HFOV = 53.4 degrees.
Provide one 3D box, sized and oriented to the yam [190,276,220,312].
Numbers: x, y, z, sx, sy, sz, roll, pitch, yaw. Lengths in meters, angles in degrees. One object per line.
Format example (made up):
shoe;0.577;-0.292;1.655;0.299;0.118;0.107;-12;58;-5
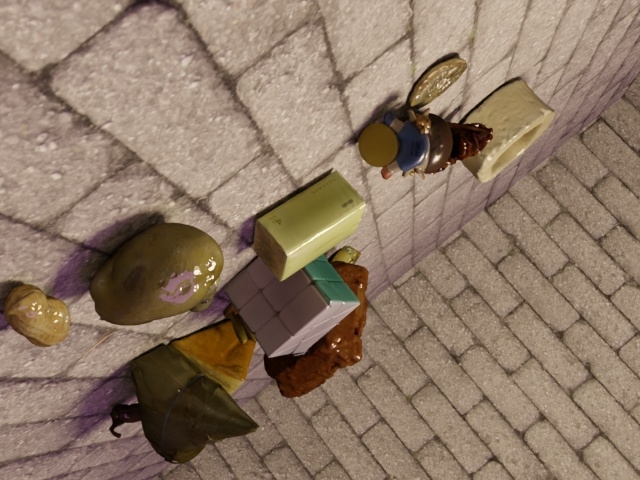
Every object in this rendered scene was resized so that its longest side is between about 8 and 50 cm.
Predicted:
yam;-0.261;0.103;1.401;0.070;0.070;0.146;-30;164;-32

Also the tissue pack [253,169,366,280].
tissue pack;-0.026;-0.033;1.454;0.234;0.125;0.159;-34;164;-23

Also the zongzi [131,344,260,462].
zongzi;-0.303;0.492;1.637;0.174;0.393;0.356;-39;142;-41

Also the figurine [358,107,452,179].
figurine;0.209;-0.222;1.441;0.275;0.158;0.161;-15;115;-58

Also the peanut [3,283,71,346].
peanut;-0.441;0.116;0.997;0.080;0.080;0.174;-35;162;-16

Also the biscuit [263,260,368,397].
biscuit;-0.021;0.269;1.959;0.395;0.166;0.342;-42;-148;42

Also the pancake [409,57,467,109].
pancake;0.258;-0.349;1.407;0.158;0.028;0.158;-34;167;-9

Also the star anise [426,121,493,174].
star anise;0.340;-0.257;1.690;0.220;0.126;0.190;-28;179;11

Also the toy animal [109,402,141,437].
toy animal;-0.503;0.483;1.853;0.214;0.093;0.186;-8;-174;-8

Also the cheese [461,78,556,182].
cheese;0.540;-0.321;1.928;0.292;0.153;0.332;-39;164;0

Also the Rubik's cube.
Rubik's cube;-0.070;0.149;1.660;0.221;0.224;0.231;-42;161;14

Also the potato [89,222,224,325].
potato;-0.279;0.061;1.084;0.235;0.160;0.178;-28;140;-4

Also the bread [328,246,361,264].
bread;0.067;0.082;2.141;0.117;0.064;0.156;-25;161;-48

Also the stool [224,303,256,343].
stool;-0.200;0.219;1.805;0.134;0.110;0.135;-31;163;-33

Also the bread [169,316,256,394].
bread;-0.321;0.312;1.907;0.233;0.245;0.361;-50;-168;32
